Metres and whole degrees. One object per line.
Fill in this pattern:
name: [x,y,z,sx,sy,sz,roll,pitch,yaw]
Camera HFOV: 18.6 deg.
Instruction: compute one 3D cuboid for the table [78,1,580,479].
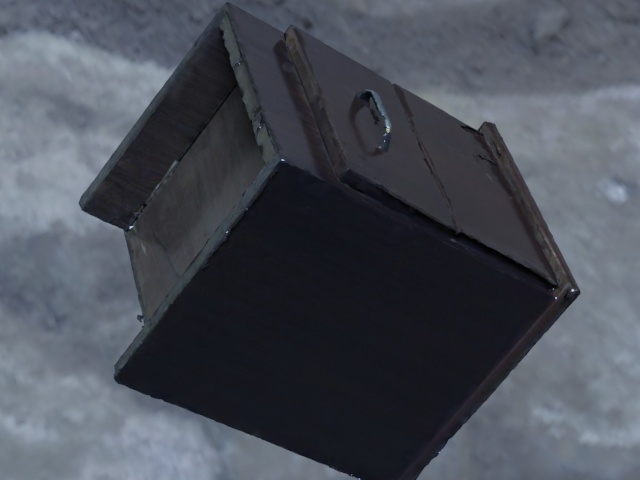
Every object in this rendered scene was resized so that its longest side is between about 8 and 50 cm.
table: [0.000,0.000,1.073,0.193,0.169,0.172,26,115,-28]
